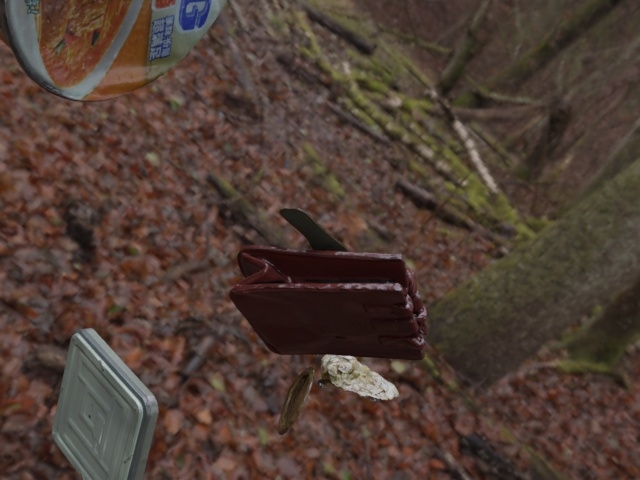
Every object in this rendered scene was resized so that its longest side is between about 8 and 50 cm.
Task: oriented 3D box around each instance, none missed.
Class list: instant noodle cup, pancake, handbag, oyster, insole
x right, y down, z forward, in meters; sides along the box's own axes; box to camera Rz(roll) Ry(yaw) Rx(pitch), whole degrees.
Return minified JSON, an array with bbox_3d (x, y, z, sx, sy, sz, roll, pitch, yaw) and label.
[{"bbox_3d":[-0.230,-0.297,0.736,0.214,0.296,0.296,34,9,19],"label":"instant noodle cup"},{"bbox_3d":[-0.034,0.229,1.191,0.011,0.115,0.115,28,16,-10],"label":"pancake"},{"bbox_3d":[0.021,0.106,1.277,0.260,0.276,0.084,63,32,-54],"label":"handbag"},{"bbox_3d":[0.064,0.249,1.513,0.209,0.072,0.133,16,-2,-32],"label":"oyster"},{"bbox_3d":[0.000,0.000,1.202,0.188,0.064,0.004,44,53,-48],"label":"insole"}]

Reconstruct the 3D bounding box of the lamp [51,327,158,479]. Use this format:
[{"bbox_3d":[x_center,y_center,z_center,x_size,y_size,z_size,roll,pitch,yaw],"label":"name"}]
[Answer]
[{"bbox_3d":[-0.403,0.333,1.528,0.047,0.266,0.269,-5,30,-45],"label":"lamp"}]
